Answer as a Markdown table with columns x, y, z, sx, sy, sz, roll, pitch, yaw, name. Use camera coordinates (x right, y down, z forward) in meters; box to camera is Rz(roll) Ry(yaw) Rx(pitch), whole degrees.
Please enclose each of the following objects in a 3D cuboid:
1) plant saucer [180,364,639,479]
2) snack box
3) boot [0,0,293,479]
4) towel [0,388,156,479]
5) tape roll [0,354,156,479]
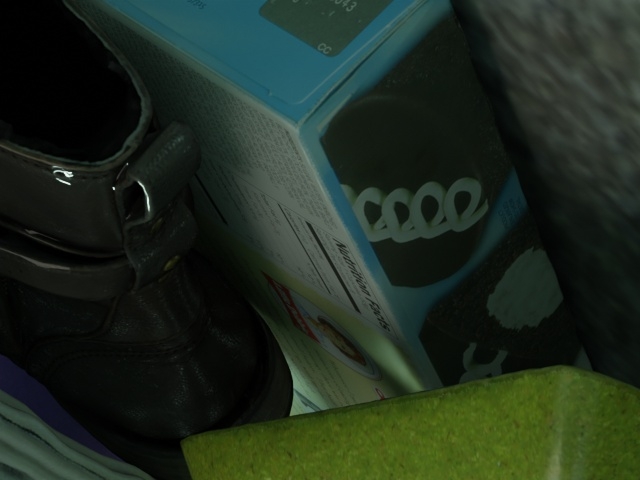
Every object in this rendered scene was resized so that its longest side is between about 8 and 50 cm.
| x | y | z | sx | sy | sz | roll | pitch | yaw | name |
| --- | --- | --- | --- | --- | --- | --- | --- | --- | --- |
| 0.076 | 0.099 | 0.524 | 0.188 | 0.045 | 0.188 | 26 | 156 | -27 | plant saucer |
| 0.000 | 0.000 | 0.632 | 0.187 | 0.060 | 0.322 | 35 | 164 | 35 | snack box |
| -0.117 | -0.038 | 0.564 | 0.263 | 0.091 | 0.229 | 27 | 160 | 24 | boot |
| -0.177 | 0.028 | 0.624 | 0.285 | 0.034 | 0.209 | 22 | 166 | 41 | towel |
| -0.034 | 0.114 | 0.798 | 0.275 | 0.090 | 0.275 | 29 | -174 | -3 | tape roll |
